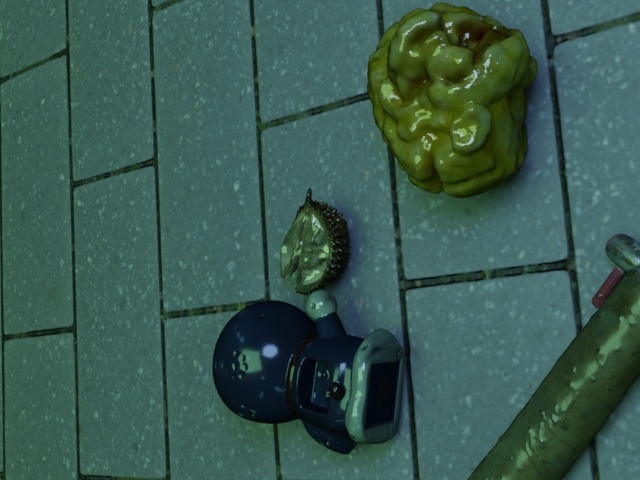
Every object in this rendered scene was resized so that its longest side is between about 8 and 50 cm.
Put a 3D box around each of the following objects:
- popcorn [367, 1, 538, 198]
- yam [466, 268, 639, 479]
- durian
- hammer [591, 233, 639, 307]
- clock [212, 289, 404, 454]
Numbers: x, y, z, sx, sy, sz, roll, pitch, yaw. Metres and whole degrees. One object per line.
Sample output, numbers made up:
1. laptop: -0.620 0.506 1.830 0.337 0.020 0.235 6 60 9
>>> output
1. popcorn: 0.133 -0.165 0.941 0.200 0.203 0.226 7 72 28
2. yam: 0.246 0.192 0.895 0.083 0.083 0.372 45 112 32
3. durian: -0.001 -0.001 1.111 0.110 0.071 0.140 18 110 43
4. hammer: 0.308 0.037 0.896 0.052 0.031 0.083 47 124 34
5. clock: -0.021 0.159 1.073 0.243 0.146 0.200 8 96 31
